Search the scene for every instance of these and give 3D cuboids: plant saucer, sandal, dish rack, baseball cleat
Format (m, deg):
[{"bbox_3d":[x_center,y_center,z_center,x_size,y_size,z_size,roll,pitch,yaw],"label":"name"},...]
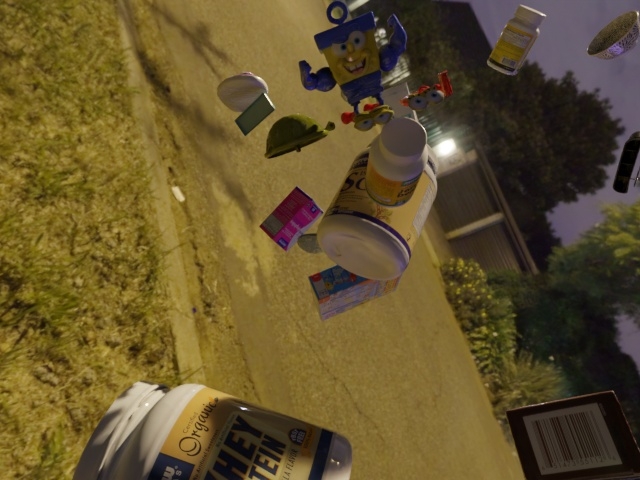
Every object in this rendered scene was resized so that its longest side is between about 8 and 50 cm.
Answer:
[{"bbox_3d":[-0.221,-0.424,1.518,0.067,0.192,0.018,56,46,-9],"label":"plant saucer"},{"bbox_3d":[-0.279,-0.536,1.584,0.416,0.169,0.102,-164,-110,-79],"label":"sandal"},{"bbox_3d":[1.050,-0.222,1.340,0.074,0.271,0.208,-55,144,-30],"label":"dish rack"},{"bbox_3d":[0.000,0.000,1.558,0.205,0.072,0.109,11,27,-31],"label":"baseball cleat"}]

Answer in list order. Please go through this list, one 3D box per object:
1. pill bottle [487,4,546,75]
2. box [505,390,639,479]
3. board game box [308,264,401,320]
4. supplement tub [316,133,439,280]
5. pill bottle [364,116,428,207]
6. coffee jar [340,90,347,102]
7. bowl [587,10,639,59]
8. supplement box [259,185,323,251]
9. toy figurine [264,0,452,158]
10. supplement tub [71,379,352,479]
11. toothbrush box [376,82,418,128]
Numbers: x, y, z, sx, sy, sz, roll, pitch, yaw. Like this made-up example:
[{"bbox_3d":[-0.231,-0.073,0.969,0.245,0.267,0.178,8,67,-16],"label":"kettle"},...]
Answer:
[{"bbox_3d":[0.697,-0.710,1.599,0.119,0.209,0.119,14,36,-11],"label":"pill bottle"},{"bbox_3d":[0.514,0.418,0.906,0.381,0.191,0.143,39,37,-51],"label":"box"},{"bbox_3d":[0.121,0.149,1.534,0.308,0.301,0.086,83,-16,-68],"label":"board game box"},{"bbox_3d":[0.158,-0.092,1.161,0.241,0.241,0.331,49,56,-38],"label":"supplement tub"},{"bbox_3d":[0.156,-0.158,0.929,0.208,0.117,0.118,88,-14,-71],"label":"pill bottle"},{"bbox_3d":[0.114,-0.573,1.572,0.079,0.096,0.184,53,-9,21],"label":"coffee jar"},{"bbox_3d":[0.994,-0.665,1.499,0.080,0.170,0.170,34,29,-13],"label":"bowl"},{"bbox_3d":[-0.114,-0.084,1.765,0.114,0.220,0.111,43,-1,41],"label":"supplement box"},{"bbox_3d":[0.035,-0.314,0.831,0.191,0.362,0.217,-85,155,-68],"label":"toy figurine"},{"bbox_3d":[-0.134,0.331,0.603,0.228,0.316,0.228,16,90,-83],"label":"supplement tub"},{"bbox_3d":[0.315,-0.417,1.711,0.295,0.126,0.216,33,45,-65],"label":"toothbrush box"}]
